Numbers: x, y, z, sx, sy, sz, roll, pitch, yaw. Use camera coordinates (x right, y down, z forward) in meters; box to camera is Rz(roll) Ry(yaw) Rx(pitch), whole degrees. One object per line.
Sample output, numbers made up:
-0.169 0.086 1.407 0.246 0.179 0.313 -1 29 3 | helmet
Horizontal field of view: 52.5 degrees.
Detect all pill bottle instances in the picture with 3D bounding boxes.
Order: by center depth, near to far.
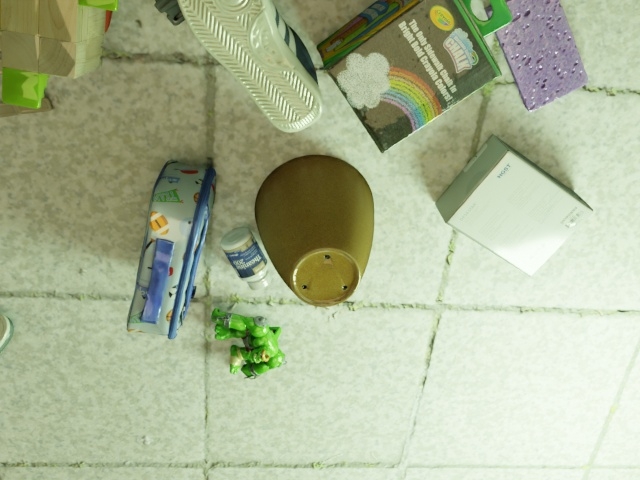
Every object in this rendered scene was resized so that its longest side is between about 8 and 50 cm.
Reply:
-0.144 0.039 1.291 0.067 0.067 0.120 -22 119 7 | pill bottle

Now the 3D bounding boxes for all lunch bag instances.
-0.268 0.023 1.171 0.115 0.243 0.303 12 117 -11 | lunch bag

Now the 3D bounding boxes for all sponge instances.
0.383 -0.342 1.145 0.117 0.031 0.210 -28 119 11 | sponge

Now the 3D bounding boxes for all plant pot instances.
0.000 0.000 1.177 0.237 0.254 0.237 -3 119 -5 | plant pot

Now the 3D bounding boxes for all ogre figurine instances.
-0.147 0.218 1.382 0.118 0.097 0.196 -9 106 20 | ogre figurine

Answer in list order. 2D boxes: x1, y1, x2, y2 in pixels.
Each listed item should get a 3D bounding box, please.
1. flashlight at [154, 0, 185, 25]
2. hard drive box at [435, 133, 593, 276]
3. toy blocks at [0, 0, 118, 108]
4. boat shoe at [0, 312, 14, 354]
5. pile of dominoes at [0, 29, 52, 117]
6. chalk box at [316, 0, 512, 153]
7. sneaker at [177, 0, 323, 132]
-0.144 -0.470 0.993 0.304 0.103 0.103 -30 148 16 | flashlight
0.375 -0.065 1.267 0.232 0.089 0.181 30 112 -20 | hard drive box
-0.358 -0.401 0.931 0.191 0.261 0.381 8 111 -7 | toy blocks
-0.750 0.259 1.366 0.319 0.116 0.099 -40 159 9 | boat shoe
-0.602 -0.283 1.072 0.251 0.040 0.196 -8 144 -2 | pile of dominoes
0.163 -0.314 1.059 0.289 0.179 0.180 -33 116 12 | chalk box
-0.114 -0.338 1.029 0.131 0.148 0.350 -22 129 12 | sneaker
